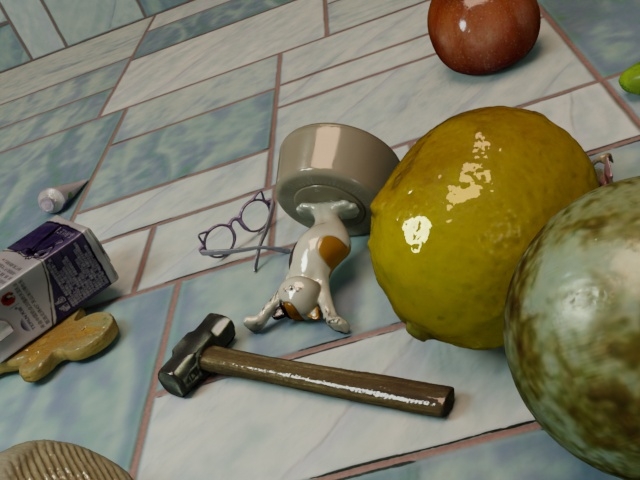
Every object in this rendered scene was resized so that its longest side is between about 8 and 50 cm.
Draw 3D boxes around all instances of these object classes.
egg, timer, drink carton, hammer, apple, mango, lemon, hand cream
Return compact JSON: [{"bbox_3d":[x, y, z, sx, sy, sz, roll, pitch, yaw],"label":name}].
[{"bbox_3d":[0.278,0.063,0.628,0.238,0.238,0.290,6,17,40],"label":"egg"},{"bbox_3d":[0.000,0.000,1.024,0.175,0.175,0.265,-4,54,29],"label":"timer"},{"bbox_3d":[-0.436,0.068,1.164,0.222,0.101,0.134,-38,34,-27],"label":"drink carton"},{"bbox_3d":[-0.021,0.150,0.882,0.366,0.043,0.111,4,39,34],"label":"hammer"},{"bbox_3d":[0.285,-0.393,1.391,0.201,0.162,0.201,-17,29,10],"label":"apple"},{"bbox_3d":[0.484,-0.238,1.123,0.108,0.056,0.073,-8,28,28],"label":"mango"},{"bbox_3d":[0.171,-0.017,0.823,0.234,0.233,0.288,11,65,43],"label":"lemon"},{"bbox_3d":[-0.527,-0.090,1.584,0.084,0.053,0.142,-18,16,8],"label":"hand cream"}]

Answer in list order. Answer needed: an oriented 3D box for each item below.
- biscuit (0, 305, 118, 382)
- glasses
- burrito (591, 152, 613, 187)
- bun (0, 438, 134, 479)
[{"bbox_3d":[-0.394,0.149,1.130,0.235,0.030,0.153,-11,33,19],"label":"biscuit"},{"bbox_3d":[-0.101,-0.006,1.146,0.140,0.062,0.104,-35,34,-18],"label":"glasses"},{"bbox_3d":[0.291,-0.077,0.955,0.144,0.089,0.229,11,13,-33],"label":"burrito"},{"bbox_3d":[-0.259,0.280,0.754,0.113,0.167,0.173,-65,19,14],"label":"bun"}]
